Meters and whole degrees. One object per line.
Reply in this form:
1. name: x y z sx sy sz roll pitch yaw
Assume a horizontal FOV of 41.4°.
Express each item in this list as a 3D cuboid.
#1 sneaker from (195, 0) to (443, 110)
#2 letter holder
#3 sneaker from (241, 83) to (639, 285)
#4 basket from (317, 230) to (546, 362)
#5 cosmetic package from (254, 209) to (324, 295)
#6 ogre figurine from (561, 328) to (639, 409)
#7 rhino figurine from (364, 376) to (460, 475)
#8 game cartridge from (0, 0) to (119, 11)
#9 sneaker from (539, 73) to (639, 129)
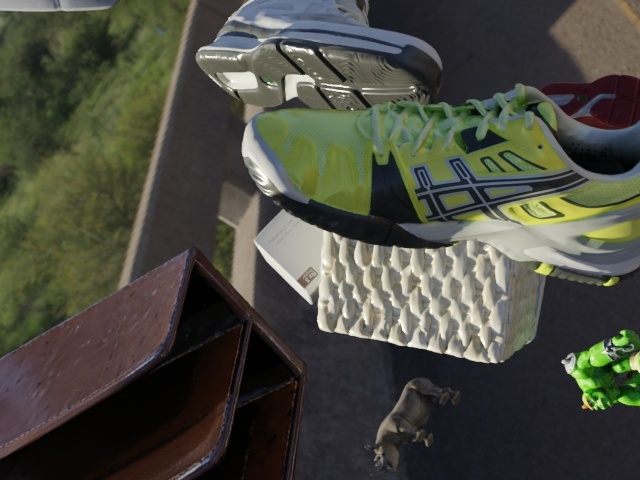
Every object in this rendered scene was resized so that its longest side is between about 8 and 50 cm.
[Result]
1. sneaker: 0.024 -0.312 1.153 0.447 0.169 0.258 18 73 48
2. letter holder: -0.180 0.180 0.641 0.301 0.152 0.214 -29 28 22
3. sneaker: 0.125 -0.077 0.742 0.145 0.384 0.147 -90 12 -49
4. basket: 0.184 0.005 1.354 0.328 0.266 0.332 8 99 23
5. cosmetic package: 0.000 0.000 1.722 0.217 0.156 0.385 -45 -6 -7
6. ogre figurine: 0.443 0.201 1.266 0.118 0.197 0.097 -18 67 29
7. rhino figurine: 0.171 0.373 1.689 0.106 0.073 0.243 18 58 41
8. game cartridge: -0.331 -0.310 0.890 0.062 0.297 0.198 91 -173 -46
9. sneaker: 0.475 -0.214 1.383 0.221 0.128 0.087 16 92 39
